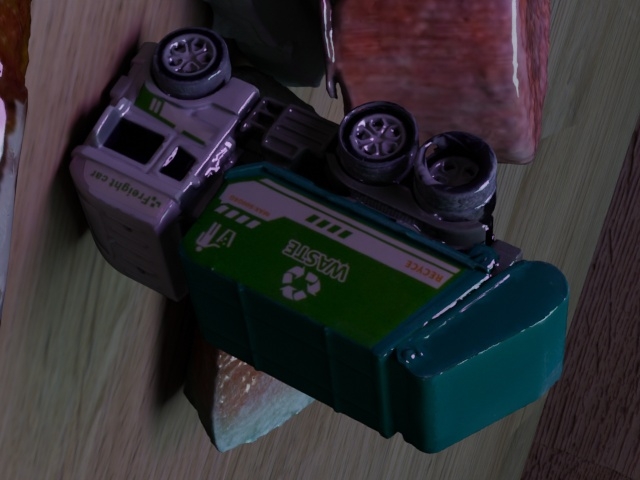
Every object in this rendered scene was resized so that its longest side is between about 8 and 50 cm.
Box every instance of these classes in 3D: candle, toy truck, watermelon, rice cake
[{"bbox_3d":[0.082,-0.214,0.896,0.287,0.131,0.317,76,18,-45],"label":"candle"},{"bbox_3d":[0.000,0.000,0.786,0.124,0.253,0.114,-56,158,-27],"label":"toy truck"},{"bbox_3d":[-0.038,0.006,0.993,0.154,0.094,0.241,-43,149,-38],"label":"watermelon"},{"bbox_3d":[-0.020,-0.166,0.890,0.237,0.043,0.127,55,56,-71],"label":"rice cake"}]

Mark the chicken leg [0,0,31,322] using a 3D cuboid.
[{"bbox_3d":[-0.141,-0.032,0.591,0.158,0.096,0.407,6,101,-77],"label":"chicken leg"}]
